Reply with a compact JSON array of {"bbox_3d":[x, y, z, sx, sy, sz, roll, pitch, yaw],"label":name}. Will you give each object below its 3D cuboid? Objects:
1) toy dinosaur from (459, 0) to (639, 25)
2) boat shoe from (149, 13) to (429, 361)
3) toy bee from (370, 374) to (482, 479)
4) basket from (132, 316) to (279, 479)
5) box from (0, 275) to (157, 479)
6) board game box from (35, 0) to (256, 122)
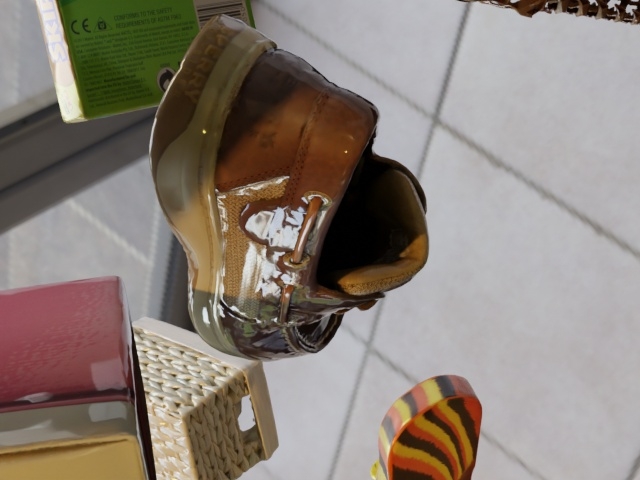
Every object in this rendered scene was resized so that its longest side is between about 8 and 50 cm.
[{"bbox_3d":[0.133,-0.272,1.108,0.218,0.322,0.164,129,145,-58],"label":"toy dinosaur"},{"bbox_3d":[0.000,0.000,0.763,0.123,0.123,0.342,19,158,13],"label":"boat shoe"},{"bbox_3d":[0.084,0.283,1.294,0.195,0.162,0.298,154,108,-83],"label":"toy bee"},{"bbox_3d":[-0.138,0.159,1.278,0.167,0.103,0.113,15,126,38],"label":"basket"},{"bbox_3d":[-0.147,0.126,0.683,0.232,0.127,0.148,-122,24,-71],"label":"box"},{"bbox_3d":[-0.112,-0.203,0.745,0.039,0.124,0.259,0,104,52],"label":"board game box"}]
